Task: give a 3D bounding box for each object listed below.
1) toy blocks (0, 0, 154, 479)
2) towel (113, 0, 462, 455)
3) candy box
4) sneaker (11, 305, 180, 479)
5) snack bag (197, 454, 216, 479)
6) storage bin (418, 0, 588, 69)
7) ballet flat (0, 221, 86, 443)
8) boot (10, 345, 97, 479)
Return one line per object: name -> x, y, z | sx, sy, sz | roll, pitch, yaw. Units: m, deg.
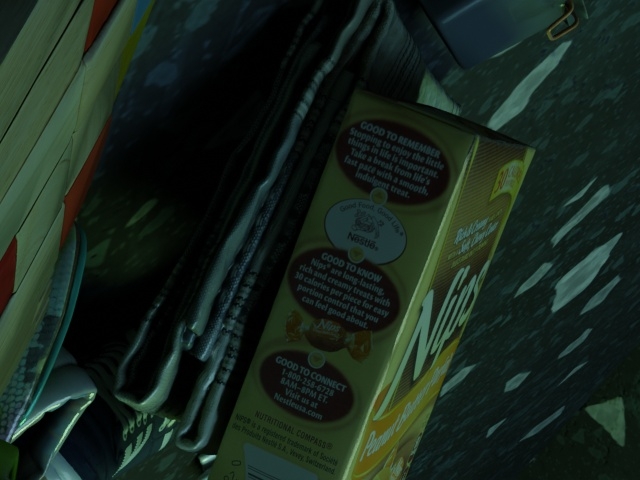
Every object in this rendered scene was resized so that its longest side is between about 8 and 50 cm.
toy blocks -> -0.141, -0.047, 0.603 | 0.381, 0.190, 0.261 | 114, -1, -59
towel -> 0.000, 0.000, 1.088 | 0.312, 0.056, 0.324 | -62, 161, -4
candy box -> 0.027, 0.069, 1.044 | 0.317, 0.087, 0.183 | -69, 164, 8
sneaker -> -0.135, 0.107, 1.108 | 0.153, 0.099, 0.282 | -37, 177, -7
snack bag -> 0.012, 0.192, 1.756 | 0.323, 0.037, 0.342 | -37, 161, -12
storage bin -> 0.111, -0.162, 1.059 | 0.091, 0.098, 0.135 | -33, 163, 7
ballet flat -> -0.178, 0.084, 0.775 | 0.079, 0.077, 0.222 | 18, 92, -32
boot -> -0.243, 0.132, 0.940 | 0.258, 0.123, 0.095 | -46, 162, 15
